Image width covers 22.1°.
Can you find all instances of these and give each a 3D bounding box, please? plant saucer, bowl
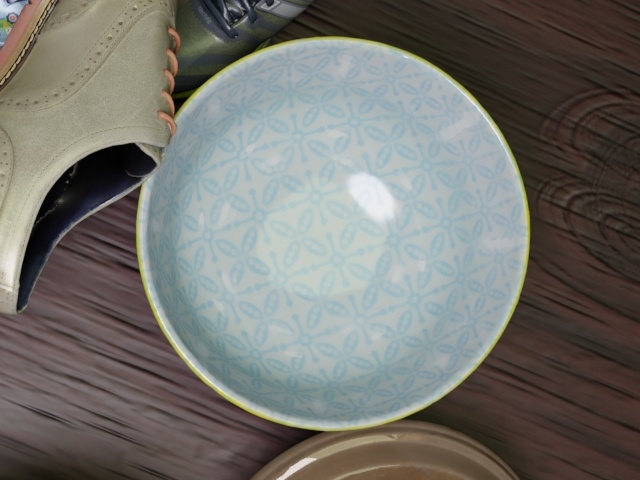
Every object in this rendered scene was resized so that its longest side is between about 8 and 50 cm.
[{"bbox_3d":[0.044,0.268,1.245,0.278,0.041,0.277,-4,111,-11],"label":"plant saucer"},{"bbox_3d":[0.000,0.000,1.253,0.290,0.156,0.289,1,85,-10],"label":"bowl"}]

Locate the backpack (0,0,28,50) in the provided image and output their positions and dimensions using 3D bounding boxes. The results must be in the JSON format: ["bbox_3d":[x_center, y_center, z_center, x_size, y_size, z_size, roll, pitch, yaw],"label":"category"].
[{"bbox_3d":[-0.239,-0.214,1.250,0.158,0.117,0.173,-11,90,-10],"label":"backpack"}]

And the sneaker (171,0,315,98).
[{"bbox_3d":[-0.037,-0.223,1.282,0.300,0.121,0.111,-41,93,-11],"label":"sneaker"}]

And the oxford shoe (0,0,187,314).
[{"bbox_3d":[-0.147,-0.112,1.155,0.146,0.140,0.397,32,71,14],"label":"oxford shoe"}]
